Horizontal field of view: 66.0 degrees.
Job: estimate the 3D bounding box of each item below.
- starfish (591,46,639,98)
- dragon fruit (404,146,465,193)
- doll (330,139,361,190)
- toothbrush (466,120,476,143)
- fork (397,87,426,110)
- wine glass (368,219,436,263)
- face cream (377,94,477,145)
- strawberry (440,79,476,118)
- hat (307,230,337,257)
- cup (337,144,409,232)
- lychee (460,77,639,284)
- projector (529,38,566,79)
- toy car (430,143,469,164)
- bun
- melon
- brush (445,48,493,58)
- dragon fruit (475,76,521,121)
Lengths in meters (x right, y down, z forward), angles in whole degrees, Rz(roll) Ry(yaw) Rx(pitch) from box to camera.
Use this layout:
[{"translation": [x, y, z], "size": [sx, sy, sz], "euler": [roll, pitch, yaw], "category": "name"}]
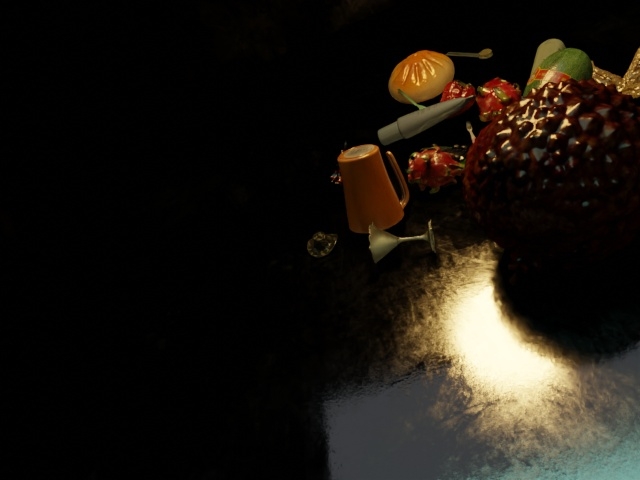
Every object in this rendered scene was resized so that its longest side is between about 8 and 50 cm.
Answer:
[{"translation": [0.944, -0.488, 1.575], "size": [0.375, 0.094, 0.327], "euler": [1, 56, 55], "category": "starfish"}, {"translation": [0.390, -0.227, 1.592], "size": [0.236, 0.135, 0.137], "euler": [15, 45, 21], "category": "dragon fruit"}, {"translation": [0.099, -0.293, 1.903], "size": [0.127, 0.088, 0.248], "euler": [-1, 48, 1], "category": "doll"}, {"translation": [0.540, -0.344, 1.724], "size": [0.020, 0.025, 0.286], "euler": [-16, 37, 16], "category": "toothbrush"}, {"translation": [0.384, -0.573, 2.042], "size": [0.039, 0.021, 0.235], "euler": [-30, 57, -8], "category": "fork"}, {"translation": [0.236, 0.001, 1.419], "size": [0.183, 0.122, 0.122], "euler": [-7, 40, 18], "category": "wine glass"}, {"translation": [0.401, -0.464, 1.868], "size": [0.385, 0.086, 0.136], "euler": [-20, 5, 28], "category": "face cream"}, {"translation": [0.533, -0.546, 1.919], "size": [0.131, 0.148, 0.131], "euler": [10, 19, -3], "category": "strawberry"}, {"translation": [0.000, 0.000, 1.618], "size": [0.121, 0.050, 0.121], "euler": [-20, 34, 14], "category": "hat"}, {"translation": [0.169, -0.166, 1.555], "size": [0.226, 0.263, 0.182], "euler": [-28, 25, -20], "category": "cup"}, {"translation": [0.536, -0.126, 1.140], "size": [0.425, 0.425, 0.499], "euler": [27, 86, 49], "category": "lychee"}, {"translation": [0.830, -0.617, 1.808], "size": [0.108, 0.108, 0.337], "euler": [-1, 43, 33], "category": "projector"}, {"translation": [0.430, -0.286, 1.688], "size": [0.165, 0.062, 0.071], "euler": [15, 52, 43], "category": "toy car"}, {"translation": [0.437, -0.741, 2.170], "size": [0.299, 0.164, 0.298], "euler": [-16, 38, 13], "category": "bun"}, {"translation": [0.752, -0.476, 1.583], "size": [0.182, 0.182, 0.287], "euler": [26, 88, 48], "category": "melon"}, {"translation": [0.680, -0.865, 2.285], "size": [0.062, 0.027, 0.266], "euler": [-40, 37, -18], "category": "brush"}, {"translation": [0.628, -0.481, 1.730], "size": [0.167, 0.160, 0.172], "euler": [10, 32, -21], "category": "dragon fruit"}]
